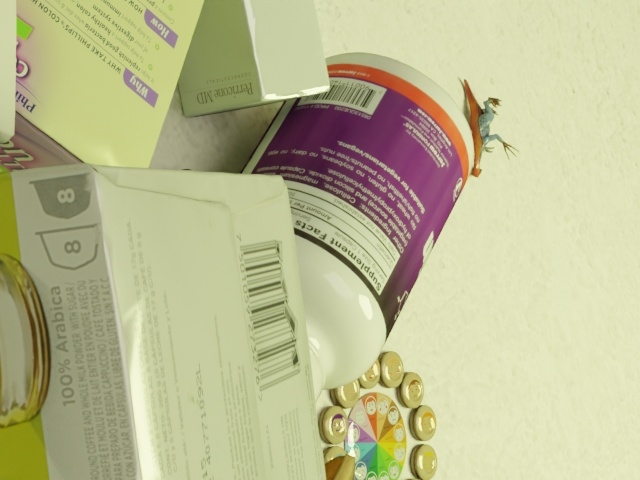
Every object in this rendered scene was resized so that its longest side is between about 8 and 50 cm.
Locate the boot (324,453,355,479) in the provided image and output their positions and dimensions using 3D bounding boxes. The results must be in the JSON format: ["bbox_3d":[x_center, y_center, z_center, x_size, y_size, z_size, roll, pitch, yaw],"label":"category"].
[{"bbox_3d":[-0.112,0.239,1.261,0.295,0.211,0.104,-56,157,-46],"label":"boot"}]

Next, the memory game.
[{"bbox_3d":[0.059,0.197,1.621,0.186,0.012,0.186,9,78,-50],"label":"memory game"}]

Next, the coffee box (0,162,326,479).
[{"bbox_3d":[-0.200,0.142,0.979,0.338,0.334,0.338,-7,90,-76],"label":"coffee box"}]

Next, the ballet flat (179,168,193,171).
[{"bbox_3d":[-0.156,0.062,1.316,0.096,0.095,0.281,23,67,-34],"label":"ballet flat"}]

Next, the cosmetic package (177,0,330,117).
[{"bbox_3d":[-0.077,-0.228,1.424,0.085,0.117,0.231,-14,95,-40],"label":"cosmetic package"}]

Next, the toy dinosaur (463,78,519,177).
[{"bbox_3d":[0.168,-0.112,1.794,0.090,0.047,0.082,33,64,-5],"label":"toy dinosaur"}]

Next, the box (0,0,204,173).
[{"bbox_3d":[-0.212,-0.176,1.256,0.213,0.117,0.243,39,55,-41],"label":"box"}]

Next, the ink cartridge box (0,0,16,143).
[{"bbox_3d":[-0.325,-0.128,0.966,0.283,0.207,0.117,22,67,-76],"label":"ink cartridge box"}]

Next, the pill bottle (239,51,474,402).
[{"bbox_3d":[0.000,0.000,1.442,0.181,0.181,0.323,55,48,-31],"label":"pill bottle"}]
